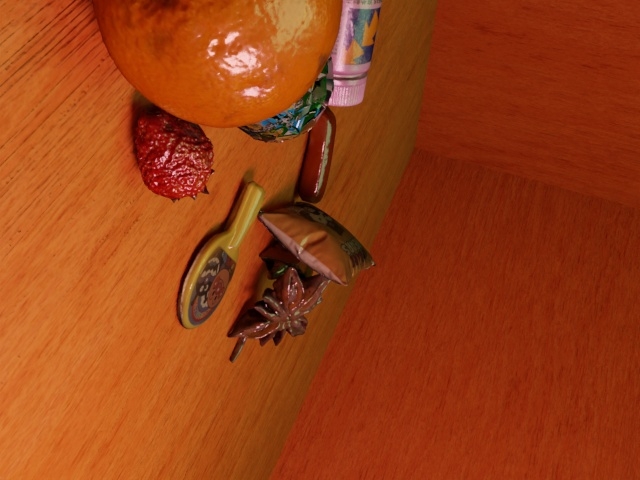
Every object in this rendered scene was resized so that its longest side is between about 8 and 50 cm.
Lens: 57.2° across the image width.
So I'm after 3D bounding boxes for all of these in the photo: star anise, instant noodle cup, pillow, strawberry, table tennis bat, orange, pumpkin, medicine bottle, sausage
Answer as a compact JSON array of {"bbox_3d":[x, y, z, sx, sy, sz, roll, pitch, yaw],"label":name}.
[{"bbox_3d":[-0.120,0.199,1.647,0.292,0.109,0.350,0,128,-32],"label":"star anise"},{"bbox_3d":[-0.113,-0.285,0.987,0.178,0.240,0.240,-12,119,-67],"label":"instant noodle cup"},{"bbox_3d":[0.000,0.000,1.642,0.119,0.312,0.310,-52,171,15],"label":"pillow"},{"bbox_3d":[-0.228,-0.143,0.928,0.148,0.131,0.131,105,12,-48],"label":"strawberry"},{"bbox_3d":[-0.219,0.033,1.334,0.224,0.054,0.369,65,48,-71],"label":"table tennis bat"},{"bbox_3d":[-0.126,-0.297,0.737,0.312,0.312,0.312,18,90,-76],"label":"orange"},{"bbox_3d":[-0.091,0.071,1.728,0.248,0.131,0.126,-35,141,-65],"label":"pumpkin"},{"bbox_3d":[0.046,-0.494,1.438,0.178,0.178,0.291,-53,155,-54],"label":"medicine bottle"},{"bbox_3d":[-0.005,-0.252,1.748,0.089,0.083,0.300,-21,128,-57],"label":"sausage"}]
